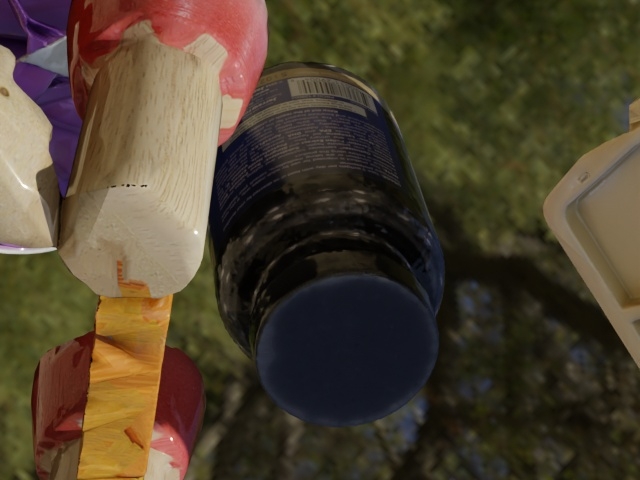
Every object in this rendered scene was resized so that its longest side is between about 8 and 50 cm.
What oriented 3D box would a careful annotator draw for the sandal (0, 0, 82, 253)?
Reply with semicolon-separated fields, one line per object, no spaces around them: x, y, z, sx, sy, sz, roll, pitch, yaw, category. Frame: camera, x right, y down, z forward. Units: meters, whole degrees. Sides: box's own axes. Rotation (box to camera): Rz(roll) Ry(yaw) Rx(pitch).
-0.136;-0.078;1.053;0.169;0.416;0.102;-19;-111;-10;sandal

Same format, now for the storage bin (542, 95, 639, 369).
0.260;0.000;0.862;0.123;0.260;0.262;-28;-172;47;storage bin

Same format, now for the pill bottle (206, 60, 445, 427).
0.000;0.000;1.041;0.123;0.123;0.219;-39;-153;15;pill bottle

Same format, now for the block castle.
-0.263;-0.011;0.818;0.213;0.453;0.303;-87;-173;-52;block castle
